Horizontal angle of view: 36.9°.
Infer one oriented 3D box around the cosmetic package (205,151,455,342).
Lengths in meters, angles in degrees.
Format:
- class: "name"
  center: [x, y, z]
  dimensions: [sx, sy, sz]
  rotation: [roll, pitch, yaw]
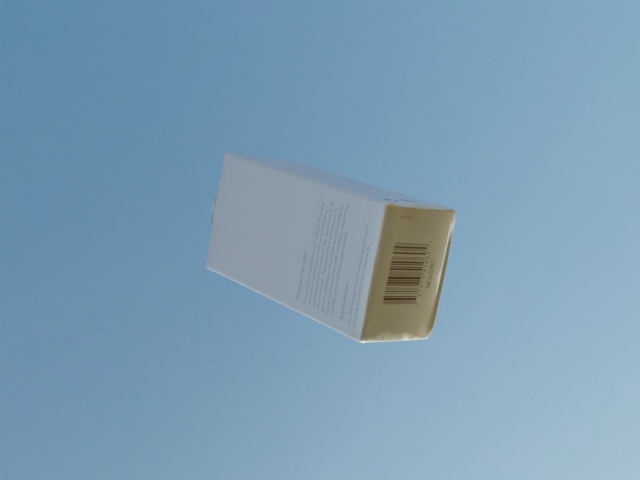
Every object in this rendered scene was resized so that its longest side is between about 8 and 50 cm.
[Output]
- class: "cosmetic package"
  center: [0.000, 0.000, 0.840]
  dimensions: [0.085, 0.231, 0.117]
  rotation: [3, -77, -39]
